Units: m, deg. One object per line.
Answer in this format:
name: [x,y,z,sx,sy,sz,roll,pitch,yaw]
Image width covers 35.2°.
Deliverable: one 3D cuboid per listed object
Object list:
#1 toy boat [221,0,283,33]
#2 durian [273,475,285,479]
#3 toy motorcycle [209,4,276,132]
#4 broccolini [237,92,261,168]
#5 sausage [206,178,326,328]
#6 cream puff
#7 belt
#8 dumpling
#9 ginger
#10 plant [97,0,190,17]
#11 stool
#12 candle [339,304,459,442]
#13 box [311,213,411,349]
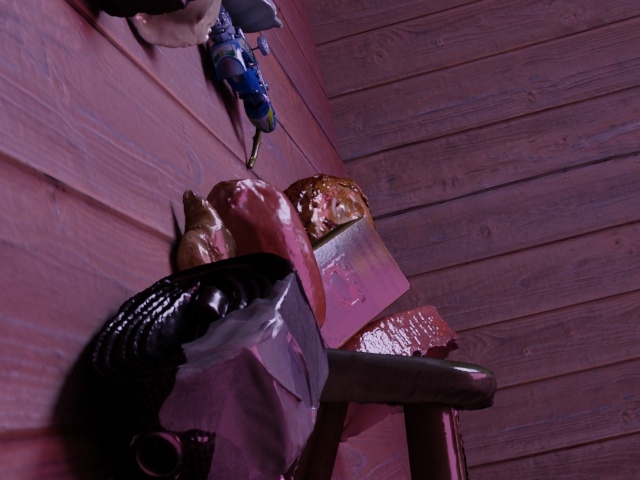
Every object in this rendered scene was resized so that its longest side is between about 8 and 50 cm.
toy boat: [-0.146,-0.435,1.752,0.199,0.100,0.290,61,5,2]
durian: [-0.079,0.309,0.941,0.191,0.112,0.341,37,30,-64]
toy motorcycle: [-0.132,-0.284,1.684,0.254,0.092,0.135,59,18,-53]
broccolini: [-0.122,-0.219,1.797,0.054,0.052,0.194,52,25,-63]
sausage: [-0.072,0.038,1.341,0.148,0.148,0.254,-32,109,-82]
cream puff: [0.000,0.000,1.817,0.240,0.164,0.240,37,44,-47]
belt: [-0.094,0.125,0.881,0.289,0.184,0.164,-64,144,-70]
dumpling: [-0.201,-0.326,1.271,0.111,0.181,0.155,-23,-135,63]
ginger: [-0.124,0.053,1.234,0.133,0.059,0.214,-84,158,-57]
plant: [-0.212,-0.382,1.073,0.149,0.147,0.274,-89,163,-54]
stool: [0.055,0.256,1.237,0.310,0.310,0.226,52,44,-72]
candle: [0.099,0.215,1.775,0.131,0.287,0.317,55,3,21]
box: [0.026,0.074,1.640,0.240,0.071,0.159,-33,93,-43]
